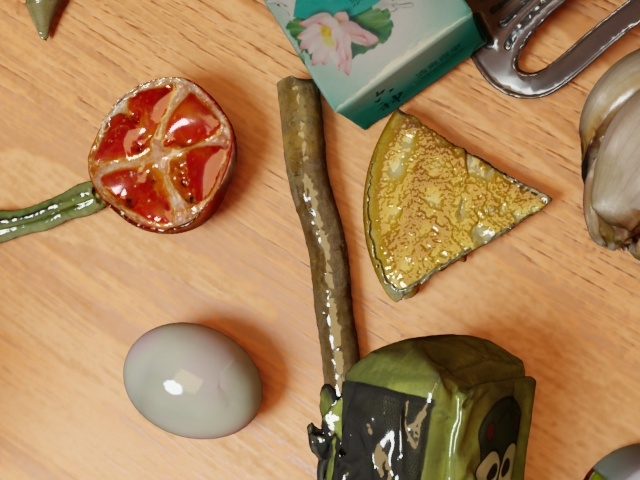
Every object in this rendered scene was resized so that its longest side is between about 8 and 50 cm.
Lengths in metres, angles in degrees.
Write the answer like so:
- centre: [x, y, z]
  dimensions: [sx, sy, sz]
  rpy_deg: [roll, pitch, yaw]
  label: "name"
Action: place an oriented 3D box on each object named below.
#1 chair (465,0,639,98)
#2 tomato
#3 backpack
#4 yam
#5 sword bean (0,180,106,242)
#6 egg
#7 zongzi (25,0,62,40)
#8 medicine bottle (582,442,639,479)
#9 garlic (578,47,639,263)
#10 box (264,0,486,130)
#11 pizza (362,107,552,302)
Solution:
- centre: [0.293, -0.275, 0.742]
  dimensions: [0.326, 0.183, 0.175]
  rpy_deg: [-37, 72, 50]
  label: "chair"
- centre: [-0.147, -0.082, 0.823]
  dimensions: [0.155, 0.069, 0.155]
  rpy_deg: [-2, 82, 14]
  label: "tomato"
- centre: [0.079, 0.202, 0.671]
  dimensions: [0.140, 0.207, 0.253]
  rpy_deg: [10, 93, 35]
  label: "backpack"
- centre: [0.000, 0.000, 0.795]
  dimensions: [0.045, 0.045, 0.327]
  rpy_deg: [-15, 79, 32]
  label: "yam"
- centre: [-0.350, -0.017, 0.873]
  dimensions: [0.269, 0.038, 0.043]
  rpy_deg: [-13, 104, 9]
  label: "sword bean"
- centre: [-0.118, 0.131, 0.768]
  dimensions: [0.135, 0.103, 0.103]
  rpy_deg: [19, 86, 12]
  label: "egg"
- centre: [-0.242, -0.324, 0.891]
  dimensions: [0.189, 0.081, 0.178]
  rpy_deg: [-15, 100, -5]
  label: "zongzi"
- centre: [0.269, 0.228, 0.613]
  dimensions: [0.139, 0.225, 0.139]
  rpy_deg: [-2, 80, 10]
  label: "medicine bottle"
- centre: [0.307, -0.072, 0.685]
  dimensions: [0.191, 0.160, 0.214]
  rpy_deg: [-29, 80, 1]
  label: "garlic"
- centre: [0.027, -0.250, 0.791]
  dimensions: [0.153, 0.092, 0.245]
  rpy_deg: [-35, 77, 15]
  label: "box"
- centre: [0.124, -0.044, 0.781]
  dimensions: [0.176, 0.036, 0.185]
  rpy_deg: [-11, 78, 8]
  label: "pizza"
